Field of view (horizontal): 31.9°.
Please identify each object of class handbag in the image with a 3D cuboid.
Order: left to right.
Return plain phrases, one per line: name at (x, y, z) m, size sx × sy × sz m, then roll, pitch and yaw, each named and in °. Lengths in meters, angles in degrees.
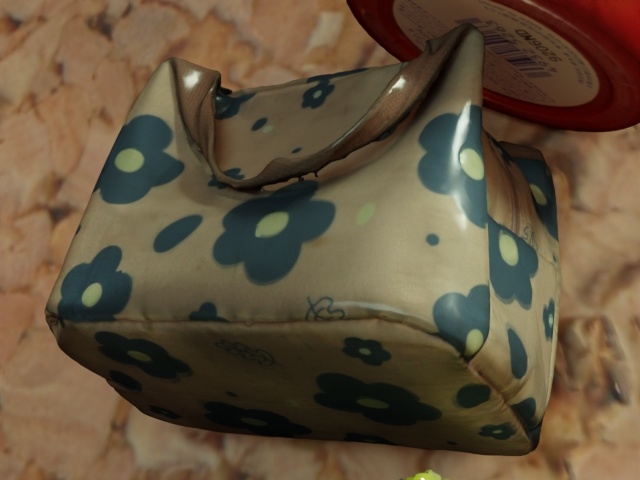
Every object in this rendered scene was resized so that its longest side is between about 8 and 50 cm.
handbag at (0.000, 0.000, 0.612) m, size 0.252 × 0.190 × 0.193 m, roll 0°, pitch 60°, yaw 27°

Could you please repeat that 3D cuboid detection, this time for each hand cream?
hand cream at (0.118, -0.154, 0.614) m, size 0.193 × 0.193 × 0.125 m, roll 21°, pitch 81°, yaw 27°

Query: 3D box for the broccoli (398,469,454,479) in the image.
broccoli at (-0.033, 0.242, 0.467) m, size 0.348 × 0.281 × 0.293 m, roll -10°, pitch 66°, yaw 23°
